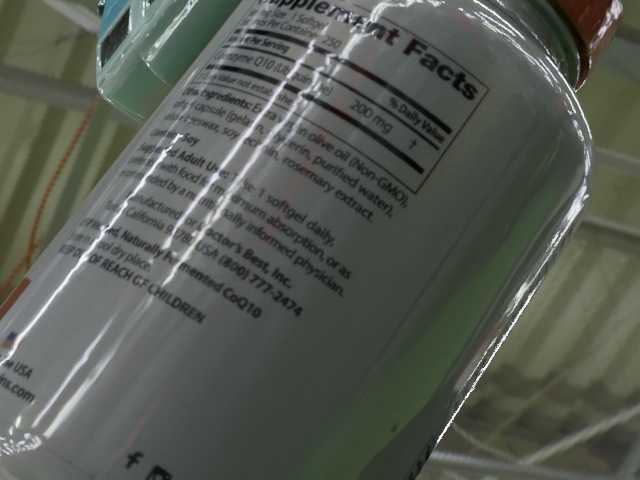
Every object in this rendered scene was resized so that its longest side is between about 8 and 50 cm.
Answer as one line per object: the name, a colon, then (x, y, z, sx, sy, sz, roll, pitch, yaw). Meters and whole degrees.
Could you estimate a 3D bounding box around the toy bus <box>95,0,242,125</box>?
toy bus: (-0.046, -0.196, 0.995, 0.133, 0.164, 0.271, 29, -53, -22)

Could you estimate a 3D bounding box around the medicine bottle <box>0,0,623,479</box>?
medicine bottle: (0.000, 0.000, 0.523, 0.288, 0.157, 0.157, -54, -48, -18)
